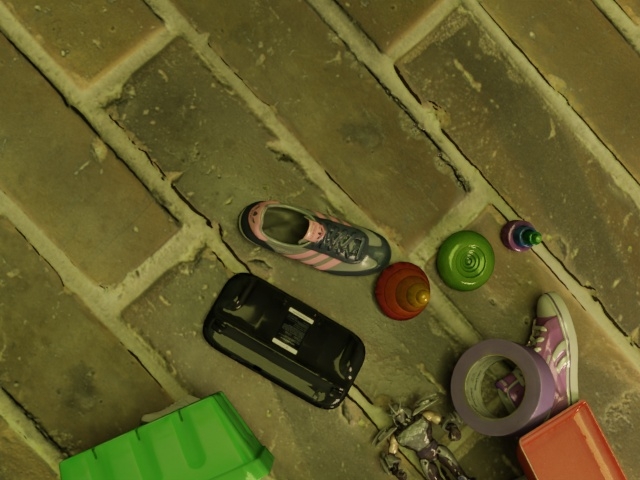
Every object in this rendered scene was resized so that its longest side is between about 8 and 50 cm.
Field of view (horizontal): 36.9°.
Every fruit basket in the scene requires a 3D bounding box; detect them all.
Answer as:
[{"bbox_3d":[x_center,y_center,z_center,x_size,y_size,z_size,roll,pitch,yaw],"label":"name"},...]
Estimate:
[{"bbox_3d":[-0.243,0.493,1.710,0.392,0.283,0.391,0,84,0],"label":"fruit basket"}]

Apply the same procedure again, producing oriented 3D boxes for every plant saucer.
[{"bbox_3d":[0.487,0.462,1.827,0.258,0.048,0.259,-15,76,-46],"label":"plant saucer"}]

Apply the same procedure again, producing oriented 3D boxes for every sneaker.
[{"bbox_3d":[0.434,0.248,1.952,0.161,0.102,0.282,-3,85,-8],"label":"sneaker"},{"bbox_3d":[-0.267,0.331,1.834,0.152,0.053,0.061,-3,62,-8],"label":"sneaker"},{"bbox_3d":[0.000,0.000,1.870,0.319,0.131,0.112,13,83,-13],"label":"sneaker"}]

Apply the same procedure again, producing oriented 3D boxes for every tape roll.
[{"bbox_3d":[0.358,0.291,1.887,0.189,0.080,0.188,-8,75,33],"label":"tape roll"}]

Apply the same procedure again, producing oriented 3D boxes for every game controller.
[{"bbox_3d":[-0.067,0.197,1.884,0.319,0.067,0.166,31,65,-7],"label":"game controller"}]

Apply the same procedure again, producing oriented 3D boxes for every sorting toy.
[{"bbox_3d":[0.293,0.055,1.920,0.366,0.126,0.127,-25,100,-13],"label":"sorting toy"}]

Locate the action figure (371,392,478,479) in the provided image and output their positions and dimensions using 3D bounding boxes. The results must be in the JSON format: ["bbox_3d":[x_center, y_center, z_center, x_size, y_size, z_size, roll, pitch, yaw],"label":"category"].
[{"bbox_3d":[0.223,0.426,1.882,0.185,0.099,0.285,-38,90,16],"label":"action figure"}]

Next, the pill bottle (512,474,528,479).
[{"bbox_3d":[0.470,0.637,1.876,0.188,0.188,0.334,-38,93,-12],"label":"pill bottle"}]
